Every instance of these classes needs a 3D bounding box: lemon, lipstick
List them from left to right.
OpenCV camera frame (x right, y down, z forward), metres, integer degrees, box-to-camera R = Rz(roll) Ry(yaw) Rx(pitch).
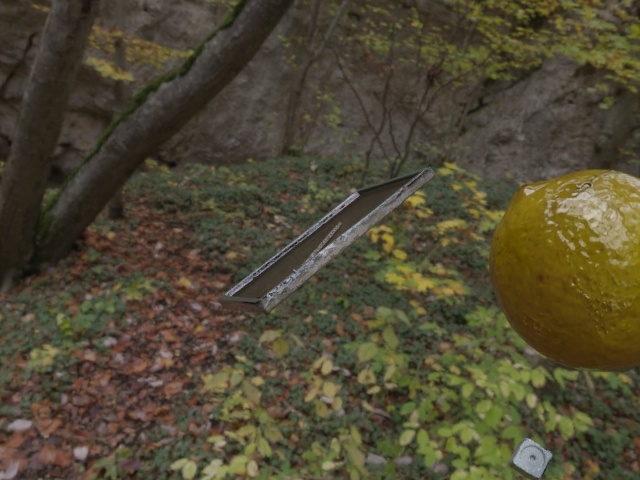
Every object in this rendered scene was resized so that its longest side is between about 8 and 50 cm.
[{"bbox_3d":[0.181,0.195,0.524,0.025,0.025,0.107,29,-14,21],"label":"lipstick"},{"bbox_3d":[0.373,0.038,0.823,0.292,0.293,0.293,17,0,0],"label":"lemon"}]

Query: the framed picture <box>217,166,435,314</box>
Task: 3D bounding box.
[{"bbox_3d":[0.000,0.000,0.873,0.024,0.315,0.232,56,-20,-10],"label":"framed picture"}]
